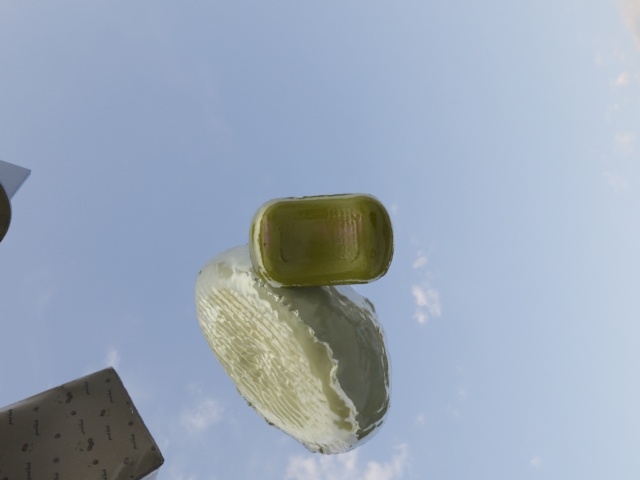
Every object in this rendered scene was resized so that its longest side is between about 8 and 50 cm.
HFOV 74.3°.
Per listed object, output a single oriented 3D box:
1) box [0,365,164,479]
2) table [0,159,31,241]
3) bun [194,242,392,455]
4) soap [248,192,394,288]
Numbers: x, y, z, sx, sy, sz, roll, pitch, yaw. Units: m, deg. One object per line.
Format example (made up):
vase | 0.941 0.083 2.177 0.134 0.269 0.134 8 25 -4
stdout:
box | -0.452 0.390 0.683 0.297 0.190 0.225 -14 -131 -46
table | -0.506 -0.089 0.592 0.167 0.227 0.167 -10 -61 -18
bun | -0.032 0.119 0.536 0.146 0.287 0.287 -36 -81 -41
soap | 0.000 0.000 0.407 0.140 0.045 0.089 -3 -96 6
